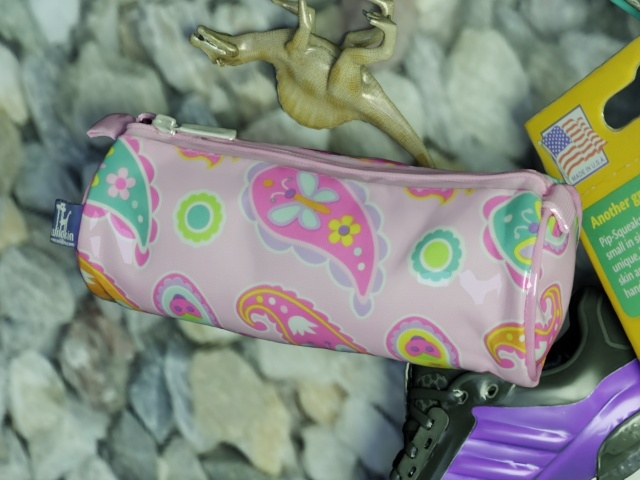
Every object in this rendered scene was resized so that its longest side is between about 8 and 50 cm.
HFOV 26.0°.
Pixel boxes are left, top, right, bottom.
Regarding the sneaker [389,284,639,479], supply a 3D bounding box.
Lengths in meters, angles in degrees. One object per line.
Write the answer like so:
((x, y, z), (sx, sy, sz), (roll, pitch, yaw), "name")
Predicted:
((0.083, 0.133, 0.833), (0.293, 0.102, 0.146), (-37, 94, 5), "sneaker")

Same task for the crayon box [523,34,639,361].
((0.258, 0.030, 0.711), (0.203, 0.083, 0.322), (-39, 73, 53), "crayon box")

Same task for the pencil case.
((0.000, 0.000, 0.779), (0.284, 0.124, 0.124), (11, 102, 20), "pencil case")

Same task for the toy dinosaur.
((0.015, -0.101, 0.828), (0.183, 0.053, 0.092), (31, 119, 8), "toy dinosaur")

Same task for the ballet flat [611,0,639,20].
((0.101, -0.293, 0.694), (0.483, 0.182, 0.164), (44, 61, -1), "ballet flat")
